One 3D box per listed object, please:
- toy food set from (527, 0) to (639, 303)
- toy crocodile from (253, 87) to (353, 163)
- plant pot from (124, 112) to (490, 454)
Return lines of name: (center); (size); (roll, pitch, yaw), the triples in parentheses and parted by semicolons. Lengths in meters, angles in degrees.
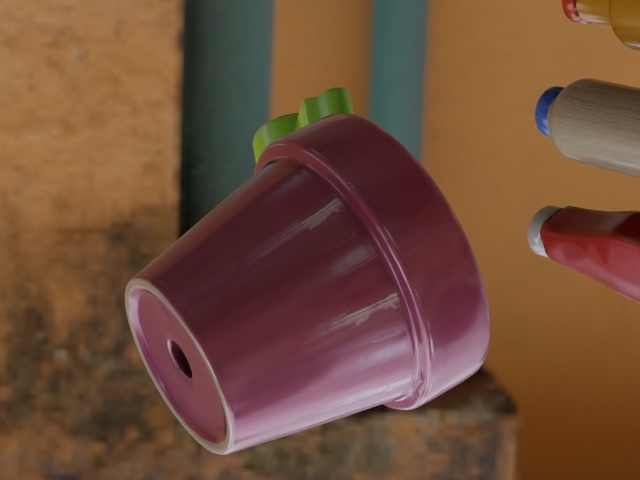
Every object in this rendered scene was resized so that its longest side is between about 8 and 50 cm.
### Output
toy food set: (0.168, -0.011, 0.932); (0.111, 0.232, 0.104); (-41, -145, -24)
toy crocodile: (0.000, 0.000, 1.554); (0.105, 0.115, 0.340); (-5, 147, -12)
plant pot: (-0.019, 0.042, 1.296); (0.180, 0.201, 0.201); (-29, -157, -23)
